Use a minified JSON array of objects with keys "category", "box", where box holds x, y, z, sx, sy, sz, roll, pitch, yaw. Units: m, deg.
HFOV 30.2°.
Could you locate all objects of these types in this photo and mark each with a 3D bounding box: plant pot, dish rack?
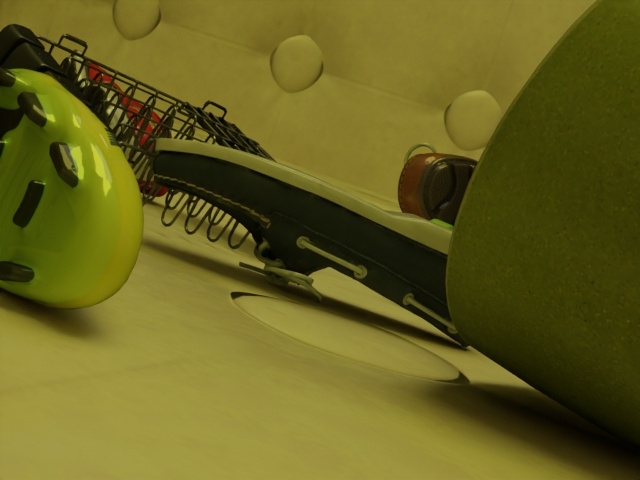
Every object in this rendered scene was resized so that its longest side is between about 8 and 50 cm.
[{"category":"plant pot","box":[0.261,0.036,0.589,0.275,0.275,0.293,12,25,-51]},{"category":"dish rack","box":[-0.127,-0.071,0.937,0.271,0.074,0.208,20,20,-42]}]

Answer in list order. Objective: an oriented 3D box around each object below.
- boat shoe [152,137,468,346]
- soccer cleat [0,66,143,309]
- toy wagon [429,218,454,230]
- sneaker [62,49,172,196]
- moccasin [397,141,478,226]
[{"category":"boat shoe","box":[0.000,0.000,0.810,0.254,0.079,0.095,20,2,-8]},{"category":"soccer cleat","box":[-0.140,-0.033,0.604,0.121,0.093,0.289,23,2,-36]},{"category":"toy wagon","box":[0.240,0.025,0.984,0.267,0.068,0.344,24,27,21]},{"category":"sneaker","box":[-0.206,-0.102,1.156,0.118,0.107,0.279,26,10,-29]},{"category":"moccasin","box":[0.177,-0.049,1.610,0.147,0.139,0.380,20,5,24]}]
